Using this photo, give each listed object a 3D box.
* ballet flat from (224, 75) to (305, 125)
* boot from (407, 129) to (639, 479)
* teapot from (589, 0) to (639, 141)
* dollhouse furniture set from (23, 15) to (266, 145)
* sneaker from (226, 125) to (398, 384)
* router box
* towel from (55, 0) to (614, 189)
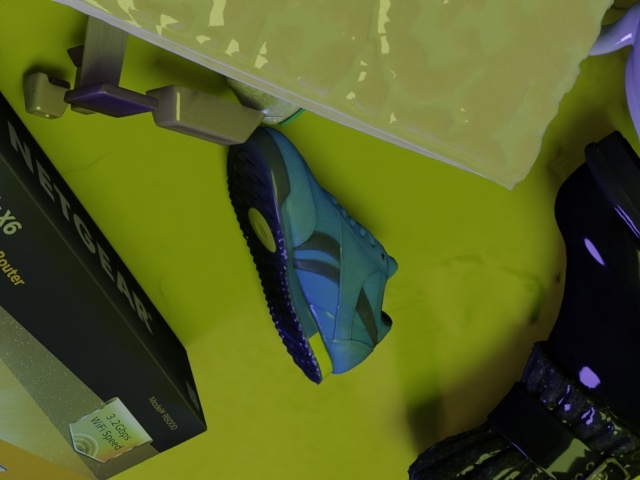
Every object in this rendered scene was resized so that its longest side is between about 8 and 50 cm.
[{"bbox_3d":[0.015,-0.129,0.725,0.168,0.057,0.052,-40,121,15],"label":"ballet flat"},{"bbox_3d":[0.168,0.103,0.924,0.260,0.131,0.348,-29,133,5],"label":"boot"},{"bbox_3d":[0.266,-0.086,0.755,0.252,0.256,0.187,-3,158,-40],"label":"teapot"},{"bbox_3d":[-0.093,-0.102,0.728,0.114,0.091,0.081,14,79,-39],"label":"dollhouse furniture set"},{"bbox_3d":[0.000,0.000,0.827,0.082,0.069,0.209,-30,133,-15],"label":"sneaker"},{"bbox_3d":[-0.242,0.055,0.769,0.242,0.081,0.309,-27,133,3],"label":"router box"},{"bbox_3d":[0.040,-0.221,0.597,0.317,0.053,0.332,20,100,-32],"label":"towel"}]
